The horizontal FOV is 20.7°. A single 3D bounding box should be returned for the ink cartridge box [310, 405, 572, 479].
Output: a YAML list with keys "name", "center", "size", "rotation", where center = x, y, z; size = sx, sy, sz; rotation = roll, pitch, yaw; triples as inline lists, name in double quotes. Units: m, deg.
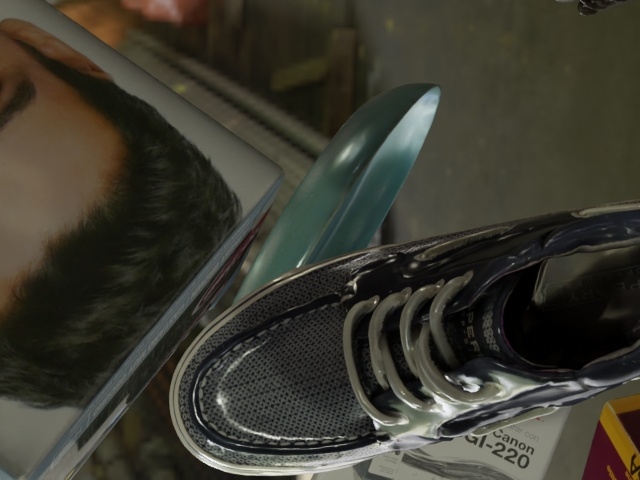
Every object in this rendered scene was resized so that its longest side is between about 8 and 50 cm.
- name: "ink cartridge box"
  center: [0.075, 0.187, 1.307]
  size: [0.092, 0.158, 0.218]
  rotation: [111, -176, -60]

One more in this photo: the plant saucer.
- name: "plant saucer"
  center: [0.000, 0.000, 1.438]
  size: [0.318, 0.043, 0.317]
  rotation: [-57, -7, -11]

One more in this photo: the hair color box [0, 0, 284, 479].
- name: "hair color box"
  center: [-0.225, -0.052, 0.749]
  size: [0.185, 0.374, 0.113]
  rotation: [-52, -5, -32]

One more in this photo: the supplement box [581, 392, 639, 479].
- name: "supplement box"
  center: [0.166, 0.148, 0.757]
  size: [0.188, 0.104, 0.081]
  rotation: [96, 157, -43]

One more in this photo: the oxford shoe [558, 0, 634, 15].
- name: "oxford shoe"
  center: [0.167, -0.152, 0.937]
  size: [0.096, 0.083, 0.227]
  rotation: [-40, 13, 9]

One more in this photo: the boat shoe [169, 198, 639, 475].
- name: "boat shoe"
  center: [0.061, 0.051, 0.970]
  size: [0.158, 0.340, 0.127]
  rotation: [5, -115, -80]
